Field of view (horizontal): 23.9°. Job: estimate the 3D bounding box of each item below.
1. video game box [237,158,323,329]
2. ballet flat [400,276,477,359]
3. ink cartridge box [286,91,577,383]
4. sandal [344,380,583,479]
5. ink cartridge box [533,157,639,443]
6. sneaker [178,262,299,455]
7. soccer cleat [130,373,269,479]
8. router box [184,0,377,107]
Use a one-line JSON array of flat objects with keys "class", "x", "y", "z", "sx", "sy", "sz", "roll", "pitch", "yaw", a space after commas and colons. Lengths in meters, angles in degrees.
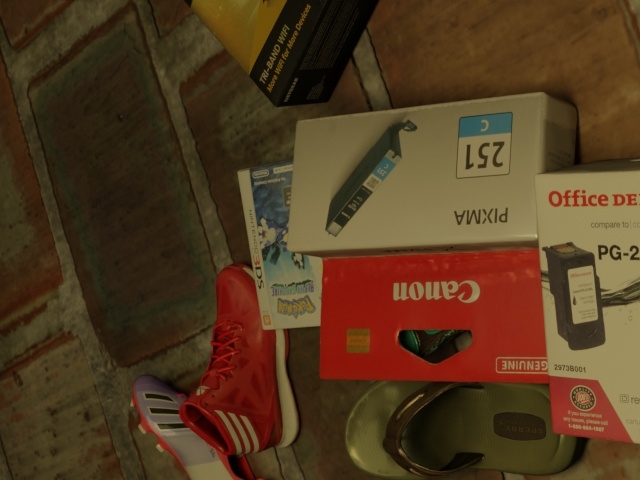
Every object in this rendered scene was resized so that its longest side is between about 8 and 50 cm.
[{"class": "video game box", "x": 0.000, "y": 0.000, "z": 1.648, "sx": 0.205, "sy": 0.048, "sz": 0.187, "roll": -9, "pitch": 94, "yaw": 48}, {"class": "ballet flat", "x": 0.109, "y": 0.085, "z": 1.524, "sx": 0.188, "sy": 0.070, "sz": 0.070, "roll": -28, "pitch": 76, "yaw": 38}, {"class": "ink cartridge box", "x": 0.099, "y": 0.003, "z": 1.450, "sx": 0.296, "sy": 0.066, "sz": 0.261, "roll": -4, "pitch": 80, "yaw": 39}, {"class": "sandal", "x": 0.125, "y": 0.185, "z": 1.515, "sx": 0.302, "sy": 0.086, "sz": 0.120, "roll": -12, "pitch": 88, "yaw": 48}, {"class": "ink cartridge box", "x": 0.284, "y": 0.049, "z": 1.303, "sx": 0.172, "sy": 0.100, "sz": 0.237, "roll": 0, "pitch": 97, "yaw": 47}, {"class": "sneaker", "x": -0.105, "y": 0.139, "z": 1.727, "sx": 0.087, "sy": 0.128, "sz": 0.221, "roll": -26, "pitch": 78, "yaw": 47}, {"class": "soccer cleat", "x": -0.145, "y": 0.244, "z": 1.845, "sx": 0.095, "sy": 0.083, "sz": 0.248, "roll": -44, "pitch": 56, "yaw": 10}, {"class": "router box", "x": -0.028, "y": -0.335, "z": 1.588, "sx": 0.243, "sy": 0.081, "sz": 0.309, "roll": 50, "pitch": 130, "yaw": 29}]
